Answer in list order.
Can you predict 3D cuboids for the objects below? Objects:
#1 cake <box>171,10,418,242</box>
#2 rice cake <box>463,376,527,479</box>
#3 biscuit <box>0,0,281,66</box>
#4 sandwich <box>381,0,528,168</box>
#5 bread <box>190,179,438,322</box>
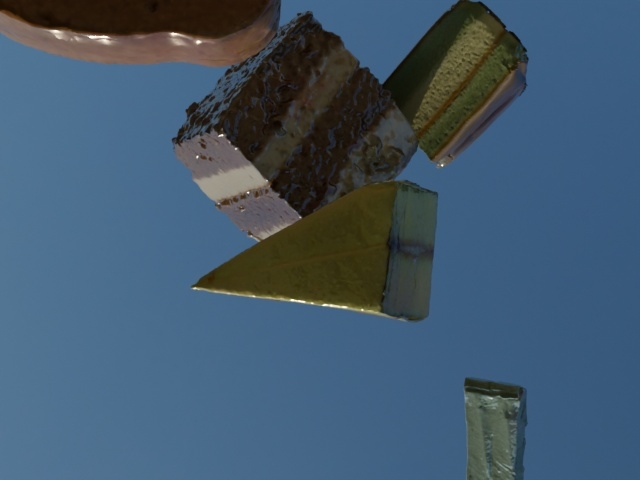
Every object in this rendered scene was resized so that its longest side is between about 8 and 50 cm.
[{"bbox_3d":[-0.036,-0.147,1.743,0.255,0.290,0.282,-54,-164,-18],"label":"cake"},{"bbox_3d":[0.235,0.287,1.569,0.085,0.226,0.040,9,-154,26],"label":"rice cake"},{"bbox_3d":[-0.114,-0.341,0.879,0.350,0.078,0.455,30,-103,8],"label":"biscuit"},{"bbox_3d":[0.196,-0.233,1.783,0.198,0.227,0.155,-42,-101,-4],"label":"sandwich"},{"bbox_3d":[-0.004,0.001,1.398,0.264,0.167,0.163,7,-93,20],"label":"bread"}]
